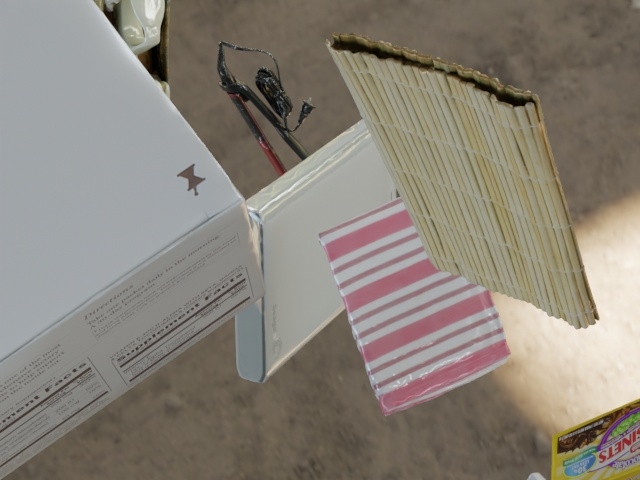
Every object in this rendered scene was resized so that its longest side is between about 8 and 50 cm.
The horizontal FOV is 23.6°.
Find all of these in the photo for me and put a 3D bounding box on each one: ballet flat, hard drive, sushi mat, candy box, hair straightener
[{"bbox_3d":[-0.229,-0.222,1.866,0.123,0.349,0.123,0,14,0],"label":"ballet flat"},{"bbox_3d":[0.000,0.000,1.713,0.040,0.203,0.307,14,30,25],"label":"hard drive"},{"bbox_3d":[0.109,-0.034,1.091,0.151,0.316,0.019,22,70,28],"label":"sushi mat"},{"bbox_3d":[0.357,0.239,1.788,0.206,0.027,0.105,-31,36,35],"label":"candy box"},{"bbox_3d":[-0.053,-0.161,1.919,0.089,0.230,0.047,-34,23,0],"label":"hair straightener"}]

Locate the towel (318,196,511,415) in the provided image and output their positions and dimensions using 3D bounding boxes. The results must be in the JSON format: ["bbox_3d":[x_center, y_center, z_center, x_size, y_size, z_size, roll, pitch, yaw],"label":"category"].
[{"bbox_3d":[0.091,0.055,1.484,0.144,0.197,0.029,-22,9,-13],"label":"towel"}]

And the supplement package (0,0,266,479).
[{"bbox_3d":[-0.191,0.001,0.708,0.262,0.145,0.204,-35,74,-10],"label":"supplement package"}]

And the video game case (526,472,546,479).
[{"bbox_3d":[0.252,0.358,1.673,0.157,0.019,0.143,44,118,39],"label":"video game case"}]
